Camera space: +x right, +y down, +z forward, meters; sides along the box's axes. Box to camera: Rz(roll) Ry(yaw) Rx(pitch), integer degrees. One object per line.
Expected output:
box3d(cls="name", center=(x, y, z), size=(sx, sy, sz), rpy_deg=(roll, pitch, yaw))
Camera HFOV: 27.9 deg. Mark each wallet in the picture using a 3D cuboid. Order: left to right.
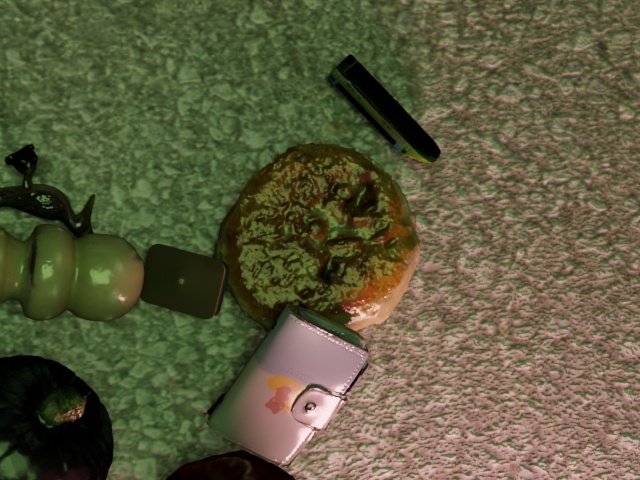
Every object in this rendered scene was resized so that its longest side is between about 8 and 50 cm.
box3d(cls="wallet", center=(-0.045, 0.211, 1.880), size=(0.170, 0.069, 0.231), rpy_deg=(30, 105, -21))

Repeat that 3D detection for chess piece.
box3d(cls="chess piece", center=(-0.412, 0.043, 1.792), size=(0.330, 0.182, 0.182), rpy_deg=(7, 85, -18))

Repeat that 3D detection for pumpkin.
box3d(cls="pumpkin", center=(-0.379, 0.258, 1.727), size=(0.248, 0.248, 0.248), rpy_deg=(1, 86, -12))

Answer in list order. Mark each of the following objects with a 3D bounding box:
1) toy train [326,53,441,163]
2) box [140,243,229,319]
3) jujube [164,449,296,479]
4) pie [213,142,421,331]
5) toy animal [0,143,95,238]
box3d(cls="toy train", center=(0.098, -0.192, 1.975), size=(0.209, 0.042, 0.044), rpy_deg=(46, 57, -7))
box3d(cls="box", center=(-0.197, 0.059, 1.871), size=(0.126, 0.031, 0.091), rpy_deg=(13, 93, 18))
box3d(cls="jujube", center=(-0.077, 0.466, 1.789), size=(0.258, 0.258, 0.376), rpy_deg=(-42, 101, -12))
box3d(cls="pie", center=(0.000, 0.000, 1.920), size=(0.315, 0.092, 0.315), rpy_deg=(1, 85, -11))
box3d(cls="toy animal", center=(-0.403, -0.061, 1.857), size=(0.202, 0.070, 0.105), rpy_deg=(39, 89, -14))
